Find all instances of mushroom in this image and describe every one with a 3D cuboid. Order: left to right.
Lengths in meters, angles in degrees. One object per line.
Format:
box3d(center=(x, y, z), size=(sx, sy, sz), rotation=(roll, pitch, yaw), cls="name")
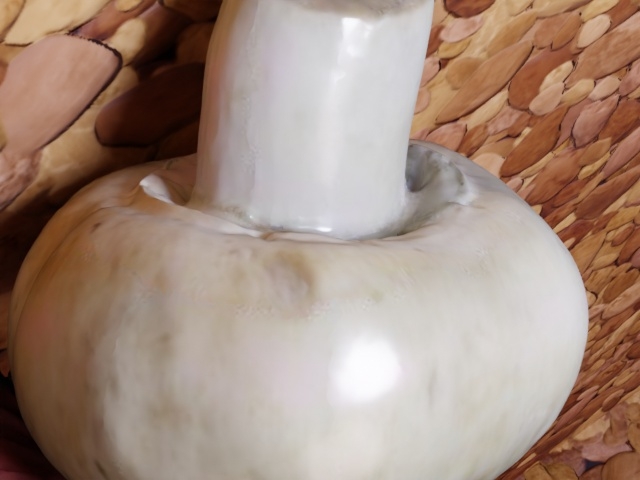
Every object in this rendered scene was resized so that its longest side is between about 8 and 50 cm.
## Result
box3d(center=(-0.003, 0.033, 0.842), size=(0.353, 0.325, 0.353), rotation=(-6, 141, -5), cls="mushroom")

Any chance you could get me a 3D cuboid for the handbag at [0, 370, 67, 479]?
box3d(center=(-0.245, 0.160, 0.905), size=(0.181, 0.181, 0.254), rotation=(-37, 158, -4), cls="handbag")
